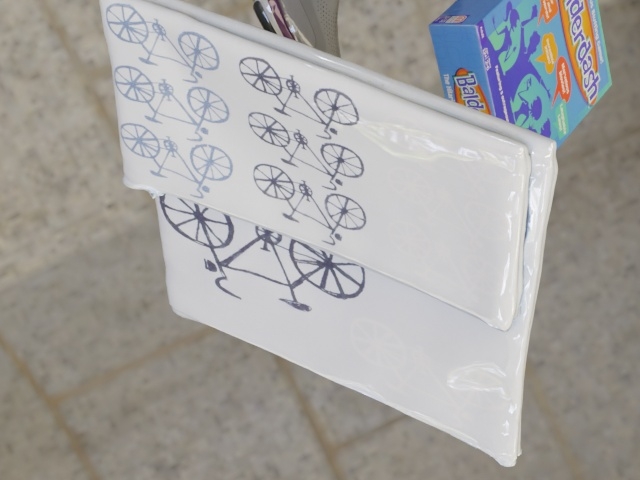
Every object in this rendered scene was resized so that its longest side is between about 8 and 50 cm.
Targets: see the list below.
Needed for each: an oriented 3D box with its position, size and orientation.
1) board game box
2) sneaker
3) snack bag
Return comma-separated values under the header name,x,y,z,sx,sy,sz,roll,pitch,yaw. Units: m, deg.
name,x,y,z,sx,sy,sz,roll,pitch,yaw
board game box,0.172,-0.153,1.428,0.210,0.047,0.160,-47,-49,-44
sneaker,-0.009,-0.225,1.192,0.083,0.098,0.223,10,-119,-66
snack bag,0.000,0.000,1.188,0.323,0.037,0.342,22,143,20
